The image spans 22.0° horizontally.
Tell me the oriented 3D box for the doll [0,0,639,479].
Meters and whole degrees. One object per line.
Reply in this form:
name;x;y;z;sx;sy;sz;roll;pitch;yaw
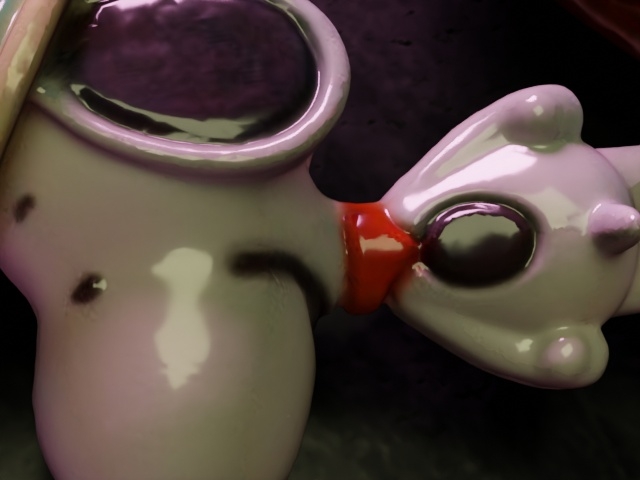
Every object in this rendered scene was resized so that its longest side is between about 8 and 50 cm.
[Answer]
doll;0.004;-0.021;0.536;0.271;0.144;0.208;-22;89;-14

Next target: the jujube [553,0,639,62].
jujube;0.193;-0.143;0.569;0.318;0.223;0.223;22;63;11
